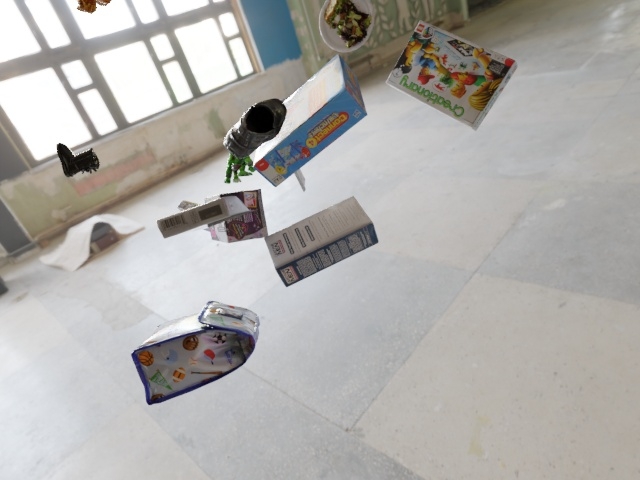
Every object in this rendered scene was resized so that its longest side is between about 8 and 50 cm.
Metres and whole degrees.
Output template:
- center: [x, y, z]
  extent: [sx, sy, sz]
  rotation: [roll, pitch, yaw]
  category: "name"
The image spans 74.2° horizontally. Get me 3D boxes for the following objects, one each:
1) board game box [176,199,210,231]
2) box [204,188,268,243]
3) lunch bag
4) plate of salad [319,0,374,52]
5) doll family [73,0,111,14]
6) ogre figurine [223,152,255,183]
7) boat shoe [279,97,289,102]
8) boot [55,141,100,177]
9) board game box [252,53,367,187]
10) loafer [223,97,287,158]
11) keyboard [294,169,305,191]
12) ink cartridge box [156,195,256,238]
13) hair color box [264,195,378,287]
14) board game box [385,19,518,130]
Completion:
- center: [-0.490, -0.095, 1.735]
  extent: [0.170, 0.141, 0.048]
  rotation: [15, 62, 42]
  category: "board game box"
- center: [-0.290, -0.081, 1.422]
  extent: [0.142, 0.163, 0.247]
  rotation: [-11, 8, -24]
  category: "box"
- center: [-0.407, 0.359, 1.488]
  extent: [0.386, 0.238, 0.328]
  rotation: [-17, 6, -4]
  category: "lunch bag"
- center: [0.084, -0.749, 1.439]
  extent: [0.200, 0.199, 0.048]
  rotation: [-5, 14, 24]
  category: "plate of salad"
- center: [-0.436, -0.529, 0.814]
  extent: [0.263, 0.163, 0.119]
  rotation: [19, 22, 40]
  category: "doll family"
- center: [-0.366, -0.335, 1.901]
  extent: [0.097, 0.118, 0.197]
  rotation: [-2, -11, -32]
  category: "ogre figurine"
- center: [-0.052, -0.418, 1.372]
  extent: [0.076, 0.080, 0.229]
  rotation: [6, 9, 36]
  category: "boat shoe"
- center: [-0.730, -0.253, 1.276]
  extent: [0.099, 0.121, 0.045]
  rotation: [-20, -7, 1]
  category: "boot"
- center: [-0.033, -0.329, 1.140]
  extent: [0.302, 0.086, 0.308]
  rotation: [-34, 31, 23]
  category: "board game box"
- center: [-0.116, -0.241, 0.861]
  extent: [0.078, 0.076, 0.223]
  rotation: [-38, 15, 39]
  category: "loafer"
- center: [-0.101, -0.292, 1.648]
  extent: [0.014, 0.256, 0.072]
  rotation: [-13, 56, 11]
  category: "keyboard"
- center: [-0.292, -0.068, 1.130]
  extent: [0.189, 0.066, 0.232]
  rotation: [-18, 9, 11]
  category: "ink cartridge box"
- center: [0.000, 0.000, 1.433]
  extent: [0.348, 0.105, 0.173]
  rotation: [-25, 41, -2]
  category: "hair color box"
- center: [0.358, -0.466, 1.190]
  extent: [0.305, 0.192, 0.053]
  rotation: [38, 20, 25]
  category: "board game box"
